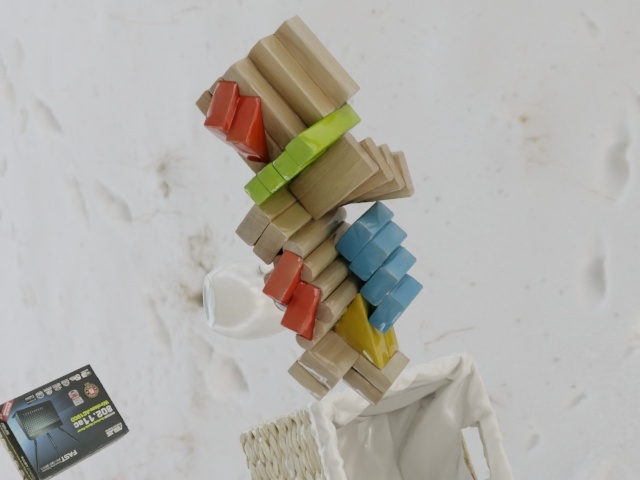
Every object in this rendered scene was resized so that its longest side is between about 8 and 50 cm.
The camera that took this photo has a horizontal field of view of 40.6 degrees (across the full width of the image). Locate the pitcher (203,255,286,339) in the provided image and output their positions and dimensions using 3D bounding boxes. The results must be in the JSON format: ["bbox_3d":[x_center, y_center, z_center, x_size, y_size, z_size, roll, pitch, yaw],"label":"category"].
[{"bbox_3d":[-0.064,0.066,1.301,0.177,0.207,0.125,105,152,-44],"label":"pitcher"}]

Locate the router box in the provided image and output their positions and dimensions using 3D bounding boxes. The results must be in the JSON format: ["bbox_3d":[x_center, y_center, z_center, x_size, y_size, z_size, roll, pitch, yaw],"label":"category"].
[{"bbox_3d":[-0.284,0.202,0.946,0.038,0.122,0.092,-41,79,42],"label":"router box"}]

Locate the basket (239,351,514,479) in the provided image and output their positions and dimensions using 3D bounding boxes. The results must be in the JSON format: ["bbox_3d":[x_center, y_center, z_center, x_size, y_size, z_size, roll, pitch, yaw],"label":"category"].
[{"bbox_3d":[0.099,0.382,1.351,0.266,0.331,0.328,-29,75,52],"label":"basket"}]

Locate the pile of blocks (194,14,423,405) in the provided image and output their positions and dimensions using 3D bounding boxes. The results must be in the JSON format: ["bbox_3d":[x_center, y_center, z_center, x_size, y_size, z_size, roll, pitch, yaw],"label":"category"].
[{"bbox_3d":[0.000,0.000,0.743,0.149,0.112,0.362,-8,112,36],"label":"pile of blocks"}]
